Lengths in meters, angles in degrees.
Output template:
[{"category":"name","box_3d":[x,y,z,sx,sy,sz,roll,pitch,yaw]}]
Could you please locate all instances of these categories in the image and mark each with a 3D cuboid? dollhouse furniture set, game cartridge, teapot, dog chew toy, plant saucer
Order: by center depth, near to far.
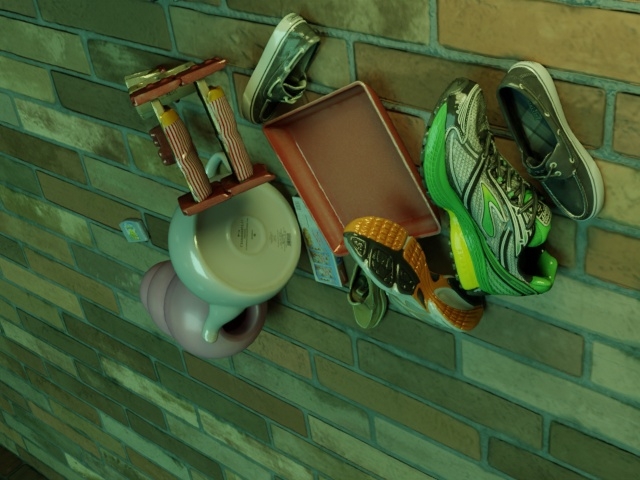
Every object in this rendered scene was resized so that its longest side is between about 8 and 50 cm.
[{"category":"plant saucer","box_3d":[0.054,-0.111,1.403,0.258,0.048,0.259,-15,110,50]},{"category":"dollhouse furniture set","box_3d":[-0.211,-0.194,1.479,0.374,0.152,0.201,-132,18,-70]},{"category":"teapot","box_3d":[-0.171,0.004,1.584,0.252,0.256,0.187,50,148,-13]},{"category":"dog chew toy","box_3d":[-0.256,0.118,1.801,0.332,0.206,0.207,11,128,50]},{"category":"game cartridge","box_3d":[-0.419,-0.023,1.991,0.083,0.017,0.056,-5,113,48]}]

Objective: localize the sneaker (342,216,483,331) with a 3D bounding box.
[{"category":"sneaker","box_3d":[0.125,0.064,1.392,0.262,0.099,0.121,39,155,-18]}]

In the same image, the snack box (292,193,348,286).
[{"category":"snack box","box_3d":[0.000,0.000,1.571,0.064,0.022,0.178,11,128,40]}]

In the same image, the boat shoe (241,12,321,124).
[{"category":"boat shoe","box_3d":[-0.061,-0.248,1.381,0.070,0.078,0.219,44,141,11]}]

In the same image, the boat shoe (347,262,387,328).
[{"category":"boat shoe","box_3d":[0.072,0.090,1.530,0.068,0.072,0.190,27,137,28]}]

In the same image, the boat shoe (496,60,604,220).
[{"category":"boat shoe","box_3d":[0.288,-0.115,1.132,0.080,0.076,0.228,-6,116,48]}]

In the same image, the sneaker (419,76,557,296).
[{"category":"sneaker","box_3d":[0.240,-0.069,1.201,0.146,0.134,0.343,3,131,37]}]

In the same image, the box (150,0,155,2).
[{"category":"box","box_3d":[-0.200,-0.491,1.304,0.261,0.103,0.184,-15,107,50]}]
